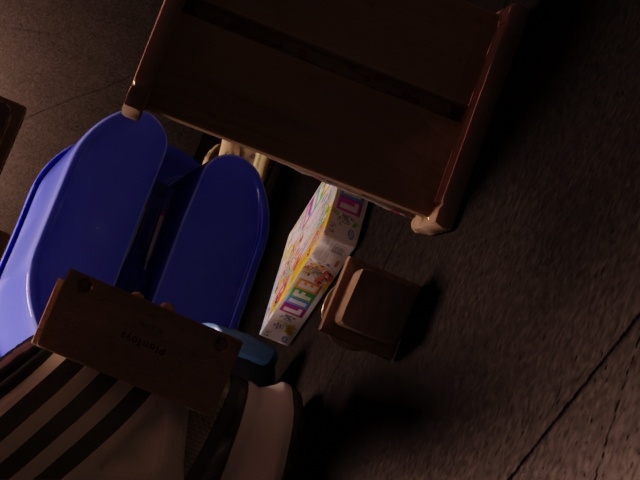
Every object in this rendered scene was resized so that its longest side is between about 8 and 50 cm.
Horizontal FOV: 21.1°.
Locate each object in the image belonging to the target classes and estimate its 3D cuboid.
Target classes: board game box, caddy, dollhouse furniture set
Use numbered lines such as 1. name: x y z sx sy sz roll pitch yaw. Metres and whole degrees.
1. board game box: 0.000 0.000 1.315 0.154 0.026 0.103 122 167 -52
2. caddy: -0.200 0.033 1.766 0.179 0.241 0.341 -39 29 61
3. dollhouse furniture set: -0.068 -0.087 1.021 0.174 0.303 0.355 156 136 -80

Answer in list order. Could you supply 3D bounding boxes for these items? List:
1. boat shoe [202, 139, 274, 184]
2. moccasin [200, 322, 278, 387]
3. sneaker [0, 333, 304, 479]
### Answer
1. boat shoe: -0.097 -0.112 2.008 0.104 0.089 0.285 -82 16 -58
2. moccasin: -0.142 0.185 1.378 0.342 0.137 0.117 121 163 -52
3. sneaker: -0.212 0.254 1.167 0.169 0.257 0.447 -116 50 -78
